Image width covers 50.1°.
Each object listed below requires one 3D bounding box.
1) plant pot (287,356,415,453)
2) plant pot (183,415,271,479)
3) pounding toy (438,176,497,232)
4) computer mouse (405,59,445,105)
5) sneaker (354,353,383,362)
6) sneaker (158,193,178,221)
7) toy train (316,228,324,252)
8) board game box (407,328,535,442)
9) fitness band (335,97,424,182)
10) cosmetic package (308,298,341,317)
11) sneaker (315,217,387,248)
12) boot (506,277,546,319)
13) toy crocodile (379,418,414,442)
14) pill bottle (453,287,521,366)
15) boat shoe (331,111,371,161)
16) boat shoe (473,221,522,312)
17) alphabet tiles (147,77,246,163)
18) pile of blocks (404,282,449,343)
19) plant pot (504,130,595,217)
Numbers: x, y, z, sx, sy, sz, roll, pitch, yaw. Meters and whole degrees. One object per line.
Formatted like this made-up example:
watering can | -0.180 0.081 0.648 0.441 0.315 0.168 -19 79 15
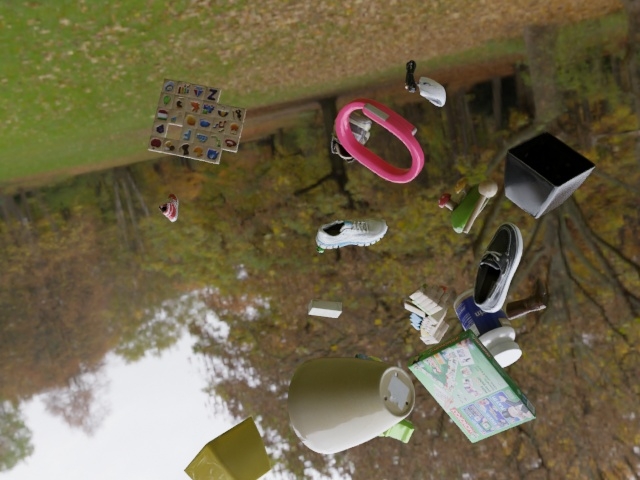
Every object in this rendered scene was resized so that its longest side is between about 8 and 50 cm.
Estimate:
plant pot | 0.100 0.404 1.758 0.256 0.256 0.274 -21 177 -46
plant pot | -0.294 0.757 2.303 0.212 0.187 0.212 -20 155 -48
pounding toy | 0.425 -0.124 2.038 0.183 0.110 0.237 -55 179 5
computer mouse | 0.353 -0.504 2.238 0.193 0.106 0.042 20 154 -35
sneaker | 0.125 0.460 2.179 0.091 0.126 0.240 -53 -167 38
sneaker | -0.528 -0.128 2.376 0.042 0.118 0.067 -26 141 17
toy train | 0.000 0.000 2.212 0.023 0.083 0.017 11 154 -25
board game box | 0.429 0.418 1.946 0.213 0.317 0.046 -33 -166 31
fitness band | 0.170 -0.286 1.959 0.054 0.291 0.209 -46 168 -32
cosmetic package | 0.017 0.253 2.560 0.115 0.041 0.060 10 147 -16
sneaker | 0.082 -0.027 1.771 0.190 0.071 0.083 -12 155 -4
boot | 0.550 0.158 1.855 0.114 0.037 0.106 -27 -149 33
toy crocodile | 0.149 0.555 2.265 0.340 0.115 0.105 32 -156 14
pill bottle | 0.584 0.303 2.391 0.153 0.265 0.153 -14 144 -10
boat shoe | 0.084 -0.338 2.283 0.132 0.130 0.355 26 178 4
boat shoe | 0.557 0.076 2.193 0.108 0.301 0.102 14 171 44
alphabet tiles | -0.322 -0.313 1.809 0.237 0.198 0.009 12 175 6
pile of blocks | 0.399 0.244 2.501 0.149 0.362 0.112 27 -118 23
plant pot | 0.651 -0.179 2.010 0.187 0.167 0.188 -27 -126 -29
